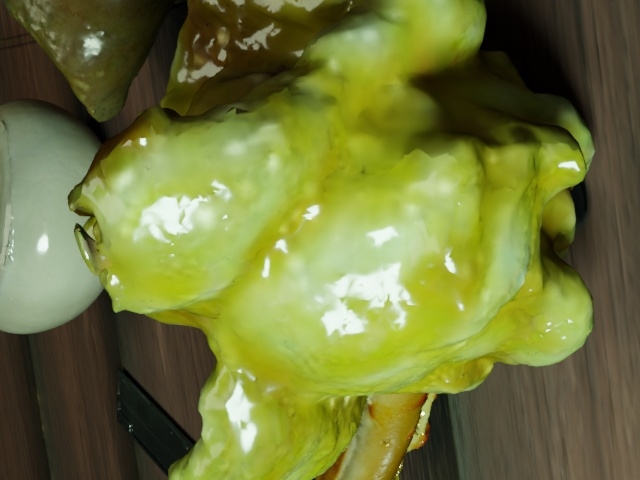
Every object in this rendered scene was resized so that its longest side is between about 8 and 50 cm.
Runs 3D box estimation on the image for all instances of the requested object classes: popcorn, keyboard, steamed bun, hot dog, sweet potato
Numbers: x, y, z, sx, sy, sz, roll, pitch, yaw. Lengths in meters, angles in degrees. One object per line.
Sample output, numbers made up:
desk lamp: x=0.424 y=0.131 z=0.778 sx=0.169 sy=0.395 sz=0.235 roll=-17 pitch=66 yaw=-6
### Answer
popcorn: x=0.003 y=0.003 z=0.953 sx=0.321 sy=0.290 sz=0.325 roll=128 pitch=151 yaw=-77
keyboard: x=-0.165 y=0.197 z=1.661 sx=0.202 sy=0.011 sz=0.067 roll=35 pitch=128 yaw=55
steamed bun: x=-0.269 y=-0.022 z=1.631 sx=0.232 sy=0.145 sz=0.232 roll=-18 pitch=70 yaw=62
hot dog: x=0.036 y=0.123 z=1.171 sx=0.104 sy=0.076 sz=0.250 roll=-100 pitch=22 yaw=-47
sweet potato: x=-0.175 y=-0.280 z=1.354 sx=0.158 sy=0.158 sz=0.369 roll=55 pitch=138 yaw=39

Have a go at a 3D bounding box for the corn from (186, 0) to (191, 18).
corn: x=-0.034 y=-0.121 z=1.151 sx=0.130 sy=0.130 sz=0.347 roll=37 pitch=128 yaw=53
